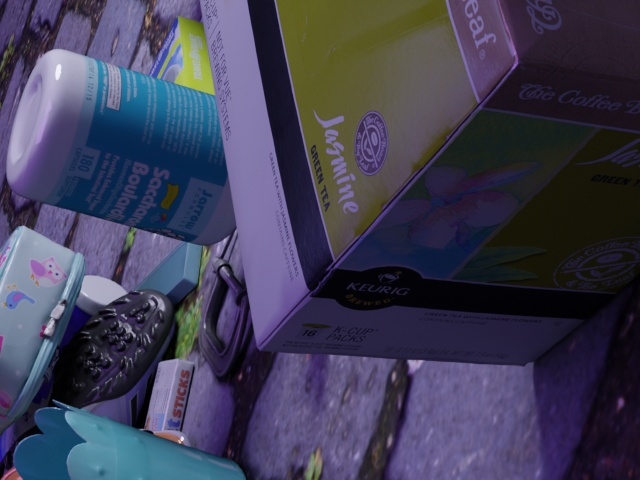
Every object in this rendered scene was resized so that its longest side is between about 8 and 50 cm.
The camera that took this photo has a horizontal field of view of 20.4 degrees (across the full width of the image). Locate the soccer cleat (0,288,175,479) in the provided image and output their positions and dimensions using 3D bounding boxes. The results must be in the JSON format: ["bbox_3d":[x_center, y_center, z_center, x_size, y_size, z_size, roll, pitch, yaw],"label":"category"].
[{"bbox_3d":[-0.249,0.199,1.979,0.109,0.116,0.318,31,88,39],"label":"soccer cleat"}]

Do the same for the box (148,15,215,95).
[{"bbox_3d":[-0.168,-0.184,2.121,0.109,0.042,0.178,-58,27,34],"label":"box"}]

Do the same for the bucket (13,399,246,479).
[{"bbox_3d":[-0.193,0.300,1.643,0.281,0.183,0.281,-51,30,46],"label":"bucket"}]

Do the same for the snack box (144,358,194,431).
[{"bbox_3d":[-0.170,0.214,1.867,0.064,0.022,0.178,-16,60,64],"label":"snack box"}]

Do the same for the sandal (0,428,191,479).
[{"bbox_3d":[-0.250,0.251,1.828,0.265,0.076,0.102,-14,64,30],"label":"sandal"}]

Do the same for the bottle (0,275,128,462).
[{"bbox_3d":[-0.307,0.176,2.132,0.118,0.092,0.282,-112,42,-58],"label":"bottle"}]

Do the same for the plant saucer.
[{"bbox_3d":[-0.178,0.052,2.011,0.192,0.018,0.067,138,143,-56],"label":"plant saucer"}]

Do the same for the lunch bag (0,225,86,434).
[{"bbox_3d":[-0.366,0.116,2.021,0.279,0.108,0.224,-39,25,51],"label":"lunch bag"}]

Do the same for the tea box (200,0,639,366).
[{"bbox_3d":[0.094,-0.139,1.123,0.323,0.220,0.329,-49,44,49],"label":"tea box"}]

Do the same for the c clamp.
[{"bbox_3d":[-0.095,0.060,1.791,0.137,0.022,0.160,-68,22,15],"label":"c clamp"}]

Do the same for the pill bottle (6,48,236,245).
[{"bbox_3d":[-0.156,-0.081,1.710,0.146,0.264,0.146,-165,90,-70],"label":"pill bottle"}]
